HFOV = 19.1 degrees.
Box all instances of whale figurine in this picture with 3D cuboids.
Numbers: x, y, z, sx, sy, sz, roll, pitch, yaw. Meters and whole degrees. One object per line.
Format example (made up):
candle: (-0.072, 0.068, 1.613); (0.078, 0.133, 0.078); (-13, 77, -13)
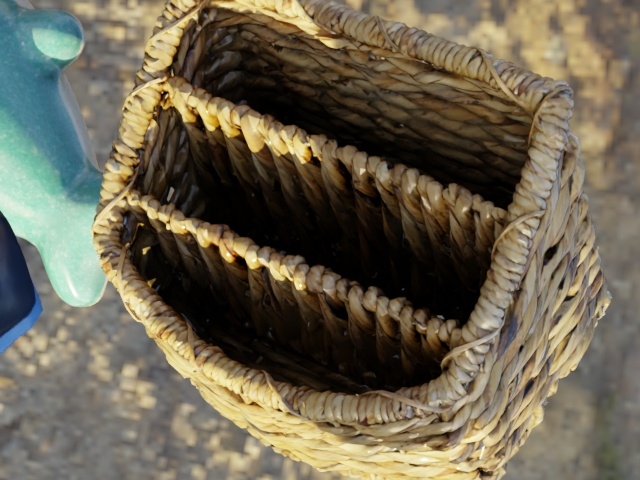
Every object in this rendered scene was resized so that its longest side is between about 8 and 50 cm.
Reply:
whale figurine: (-0.242, -0.072, 1.335); (0.216, 0.272, 0.141); (-51, 163, 19)

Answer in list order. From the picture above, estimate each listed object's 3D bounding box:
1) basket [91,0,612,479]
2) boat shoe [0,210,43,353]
basket: (0.000, 0.000, 1.174); (0.213, 0.299, 0.223); (-53, 148, -22)
boat shoe: (-0.189, 0.034, 0.710); (0.258, 0.109, 0.089); (-69, 141, -74)
